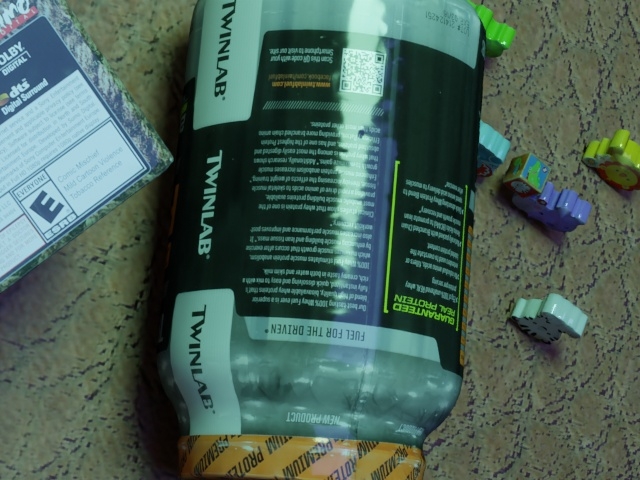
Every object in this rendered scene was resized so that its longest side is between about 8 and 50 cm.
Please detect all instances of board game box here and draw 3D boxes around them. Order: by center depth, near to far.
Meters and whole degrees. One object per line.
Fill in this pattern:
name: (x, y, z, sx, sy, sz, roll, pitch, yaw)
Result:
board game box: (-0.266, -0.093, 1.001, 0.232, 0.141, 0.291, -38, 105, -16)

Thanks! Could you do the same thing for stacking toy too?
stacking toy: (0.138, -0.049, 1.352, 0.221, 0.052, 0.167, 38, 63, -21)

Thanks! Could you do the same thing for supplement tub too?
supplement tub: (0.000, 0.000, 1.164, 0.193, 0.193, 0.316, 13, 76, -32)
